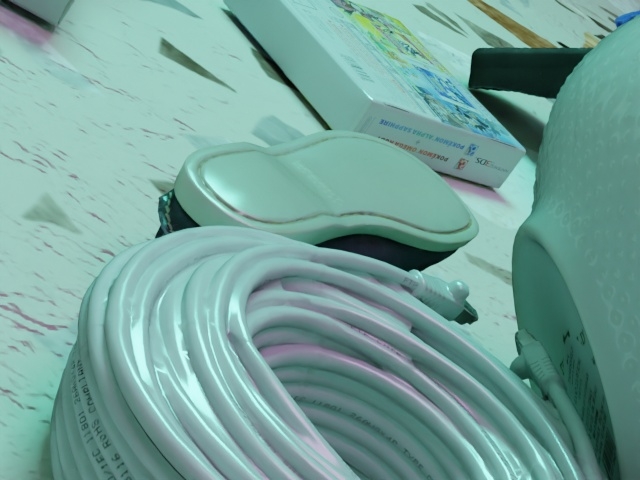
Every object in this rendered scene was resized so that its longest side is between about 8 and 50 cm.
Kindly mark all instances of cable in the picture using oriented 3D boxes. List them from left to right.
[{"bbox_3d":[0.011,0.094,0.603,0.257,0.089,0.257,22,25,-27],"label":"cable"}]

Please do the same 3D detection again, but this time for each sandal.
[{"bbox_3d":[0.292,-0.110,1.286,0.167,0.107,0.445,1,6,-27],"label":"sandal"}]

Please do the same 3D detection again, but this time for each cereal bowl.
[{"bbox_3d":[0.182,0.050,0.718,0.141,0.339,0.339,-13,33,-5],"label":"cereal bowl"}]

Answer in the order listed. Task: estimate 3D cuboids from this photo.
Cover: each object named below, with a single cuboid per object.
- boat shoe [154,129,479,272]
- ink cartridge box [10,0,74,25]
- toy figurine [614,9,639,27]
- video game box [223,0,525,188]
[{"bbox_3d":[0.000,0.000,0.801,0.095,0.079,0.254,44,25,19],"label":"boat shoe"},{"bbox_3d":[-0.234,-0.242,0.970,0.208,0.087,0.153,28,21,-14],"label":"ink cartridge box"},{"bbox_3d":[0.346,-0.143,1.442,0.363,0.217,0.191,58,24,-33],"label":"toy figurine"},{"bbox_3d":[0.042,-0.132,1.195,0.187,0.048,0.205,10,31,-43],"label":"video game box"}]
